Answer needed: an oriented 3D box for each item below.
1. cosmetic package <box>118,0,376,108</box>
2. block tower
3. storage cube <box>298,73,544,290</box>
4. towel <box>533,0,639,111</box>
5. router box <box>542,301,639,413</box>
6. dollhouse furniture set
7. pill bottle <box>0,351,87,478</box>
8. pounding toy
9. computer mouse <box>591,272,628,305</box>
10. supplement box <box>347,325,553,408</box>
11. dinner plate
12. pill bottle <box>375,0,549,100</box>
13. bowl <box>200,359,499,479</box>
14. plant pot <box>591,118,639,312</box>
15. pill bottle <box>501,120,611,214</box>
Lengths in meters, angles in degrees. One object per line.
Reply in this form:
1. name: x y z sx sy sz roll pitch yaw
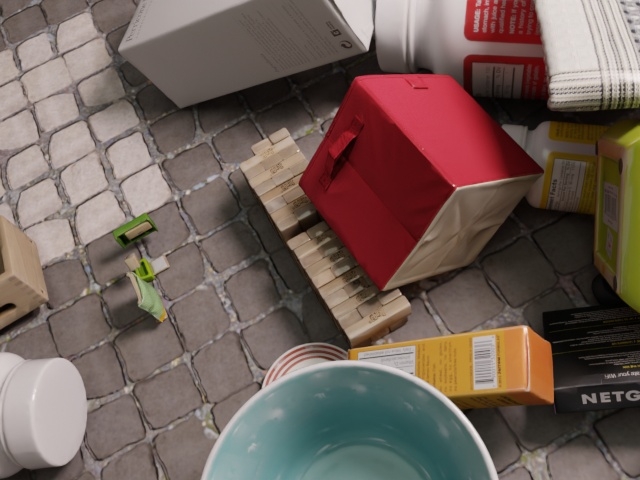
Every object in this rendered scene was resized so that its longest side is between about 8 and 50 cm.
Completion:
1. cosmetic package: -0.103 -0.363 1.089 0.384 0.156 0.217 -8 56 33
2. block tower: 0.000 0.000 0.989 0.091 0.097 0.335 -30 59 -5
3. storage cube: 0.125 -0.079 0.908 0.215 0.184 0.193 -11 54 -41
4. towel: 0.394 -0.276 0.792 0.312 0.056 0.324 -2 54 10
5. router box: 0.354 0.130 0.826 0.178 0.046 0.133 -10 33 19
6. dollhouse furniture set: -0.244 0.038 1.027 0.058 0.076 0.152 -29 60 -3
7. pill bottle: -0.465 0.228 0.924 0.283 0.161 0.161 -6 62 9
8. pounding toy: -0.524 0.047 1.078 0.181 0.094 0.206 -31 52 0
9. computer mouse: 0.462 0.071 0.892 0.242 0.041 0.071 6 52 8
10. supplement box: 0.145 0.157 0.835 0.233 0.078 0.080 -12 62 36
11. dinner plate: -0.008 0.201 0.927 0.141 0.017 0.141 -5 63 10
12. pill bottle: 0.293 -0.317 1.015 0.407 0.229 0.229 7 64 15
13. bowl: 0.039 0.301 0.775 0.311 0.163 0.312 -5 65 11
14. plant pot: 0.415 -0.034 0.770 0.207 0.228 0.227 0 101 12
15. pill bottle: 0.342 -0.097 0.953 0.208 0.119 0.119 9 65 16
